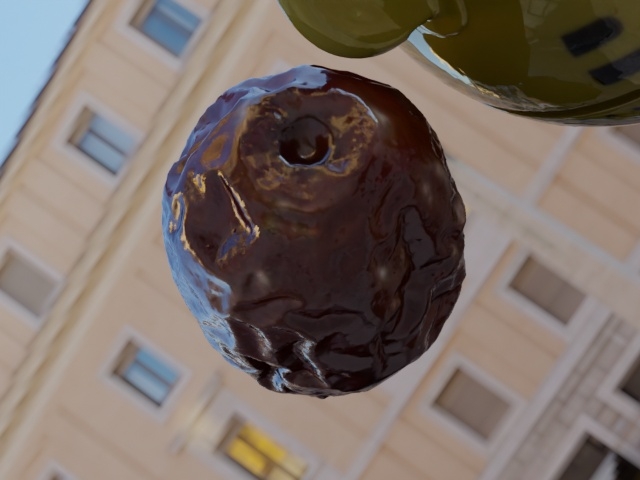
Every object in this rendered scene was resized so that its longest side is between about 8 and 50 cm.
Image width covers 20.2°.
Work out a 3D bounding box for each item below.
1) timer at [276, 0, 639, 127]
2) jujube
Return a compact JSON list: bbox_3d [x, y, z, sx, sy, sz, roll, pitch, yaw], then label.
[{"bbox_3d":[0.139,-0.244,1.032,0.387,0.376,0.376,23,-76,-46],"label":"timer"},{"bbox_3d":[0.000,0.000,1.034,0.174,0.174,0.250,-52,-15,-15],"label":"jujube"}]
